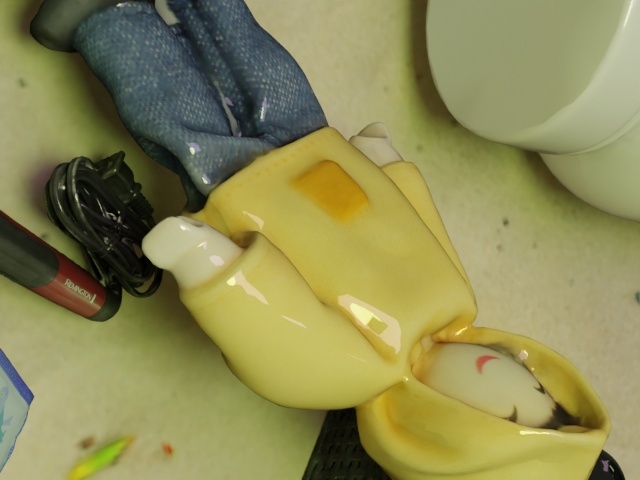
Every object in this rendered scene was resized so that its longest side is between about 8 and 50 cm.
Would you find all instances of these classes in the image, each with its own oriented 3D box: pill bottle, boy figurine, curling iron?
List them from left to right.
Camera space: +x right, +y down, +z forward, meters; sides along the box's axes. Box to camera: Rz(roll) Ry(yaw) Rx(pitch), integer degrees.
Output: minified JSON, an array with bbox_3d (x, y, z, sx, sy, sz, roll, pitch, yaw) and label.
[{"bbox_3d":[-0.145,-0.030,0.570,0.274,0.035,0.068,28,52,-55],"label":"curling iron"},{"bbox_3d":[0.000,0.000,0.631,0.285,0.092,0.177,54,31,11],"label":"boy figurine"},{"bbox_3d":[0.225,-0.092,0.817,0.334,0.188,0.187,9,77,-35],"label":"pill bottle"}]

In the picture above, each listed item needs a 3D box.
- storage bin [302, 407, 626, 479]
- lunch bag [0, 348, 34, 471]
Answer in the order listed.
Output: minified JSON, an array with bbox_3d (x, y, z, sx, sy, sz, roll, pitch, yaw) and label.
[{"bbox_3d":[0.050,0.159,0.708,0.122,0.084,0.180,35,62,-27],"label":"storage bin"},{"bbox_3d":[-0.180,0.066,0.538,0.151,0.096,0.128,39,53,-25],"label":"lunch bag"}]
